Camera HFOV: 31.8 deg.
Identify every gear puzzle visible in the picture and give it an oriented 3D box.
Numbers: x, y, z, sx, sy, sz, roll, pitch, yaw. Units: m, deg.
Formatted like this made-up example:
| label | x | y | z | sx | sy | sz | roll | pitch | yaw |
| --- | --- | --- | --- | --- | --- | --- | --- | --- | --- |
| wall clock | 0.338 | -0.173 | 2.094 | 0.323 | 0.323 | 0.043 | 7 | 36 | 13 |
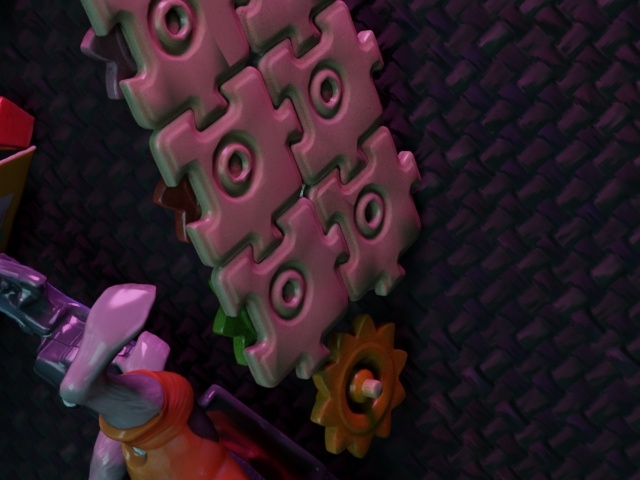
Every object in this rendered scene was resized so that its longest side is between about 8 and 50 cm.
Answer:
| label | x | y | z | sx | sy | sz | roll | pitch | yaw |
| --- | --- | --- | --- | --- | --- | --- | --- | --- | --- |
| gear puzzle | -0.017 | -0.024 | 0.626 | 0.044 | 0.175 | 0.339 | 5 | 127 | 42 |

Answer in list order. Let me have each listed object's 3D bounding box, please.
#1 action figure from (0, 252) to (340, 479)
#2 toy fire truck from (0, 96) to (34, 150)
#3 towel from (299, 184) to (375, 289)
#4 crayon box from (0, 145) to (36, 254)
| label | x | y | z | sx | sy | sz | roll | pitch | yaw |
| --- | --- | --- | --- | --- | --- | --- | --- | --- | --- |
| action figure | -0.112 | 0.143 | 0.667 | 0.341 | 0.178 | 0.330 | 34 | 156 | 4 |
| toy fire truck | -0.251 | -0.144 | 0.718 | 0.047 | 0.192 | 0.135 | 1 | 77 | 23 |
| towel | 0.000 | 0.000 | 0.718 | 0.060 | 0.009 | 0.083 | -16 | 98 | 28 |
| crayon box | -0.318 | 0.077 | 0.750 | 0.083 | 0.203 | 0.323 | 33 | 123 | 12 |
